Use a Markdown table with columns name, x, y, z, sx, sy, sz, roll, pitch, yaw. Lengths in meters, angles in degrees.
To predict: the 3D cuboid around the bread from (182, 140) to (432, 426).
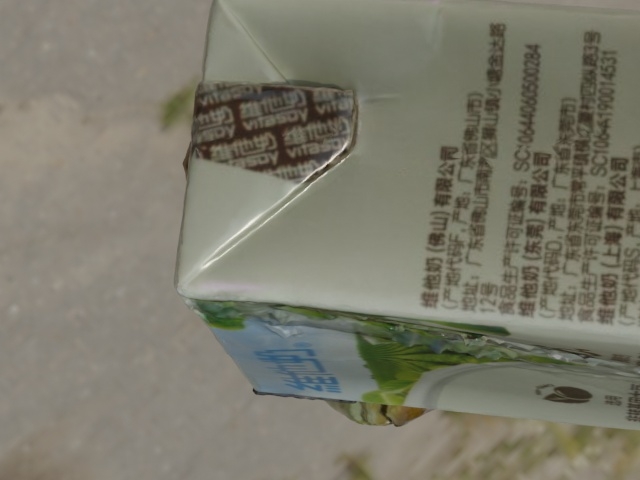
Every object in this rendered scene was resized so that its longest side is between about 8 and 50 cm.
| name | x | y | z | sx | sy | sz | roll | pitch | yaw |
| --- | --- | --- | --- | --- | --- | --- | --- | --- | --- |
| bread | 0.000 | 0.000 | 1.024 | 0.088 | 0.232 | 0.128 | 16 | 110 | -41 |

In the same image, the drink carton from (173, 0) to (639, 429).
| name | x | y | z | sx | sy | sz | roll | pitch | yaw |
| --- | --- | --- | --- | --- | --- | --- | --- | --- | --- |
| drink carton | 0.123 | -0.002 | 0.772 | 0.194 | 0.324 | 0.132 | 68 | 28 | -73 |
